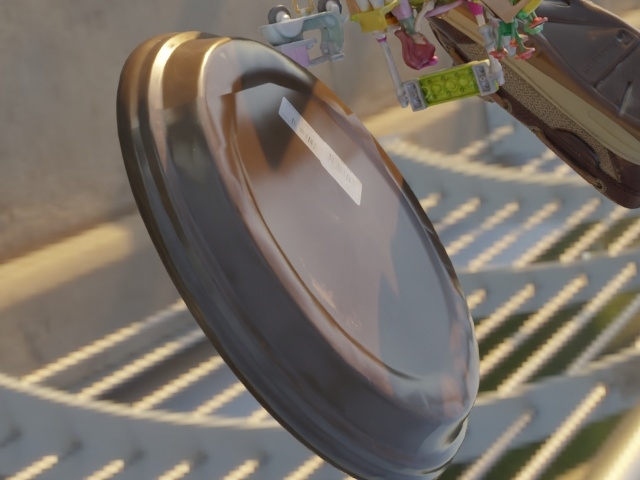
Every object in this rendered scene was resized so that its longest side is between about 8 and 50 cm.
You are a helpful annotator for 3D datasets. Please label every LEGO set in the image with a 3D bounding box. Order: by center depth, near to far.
[{"bbox_3d":[0.088,-0.136,1.165,0.132,0.287,0.107,-27,105,-31],"label":"LEGO set"}]

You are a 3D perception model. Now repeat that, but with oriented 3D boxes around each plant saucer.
[{"bbox_3d":[0.000,0.000,0.917,0.278,0.041,0.278,44,26,-27],"label":"plant saucer"}]

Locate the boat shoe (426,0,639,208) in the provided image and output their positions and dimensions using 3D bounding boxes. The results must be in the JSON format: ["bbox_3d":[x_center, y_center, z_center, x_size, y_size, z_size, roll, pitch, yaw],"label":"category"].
[{"bbox_3d":[0.139,-0.154,1.335,0.123,0.342,0.123,-40,163,-34],"label":"boat shoe"}]
